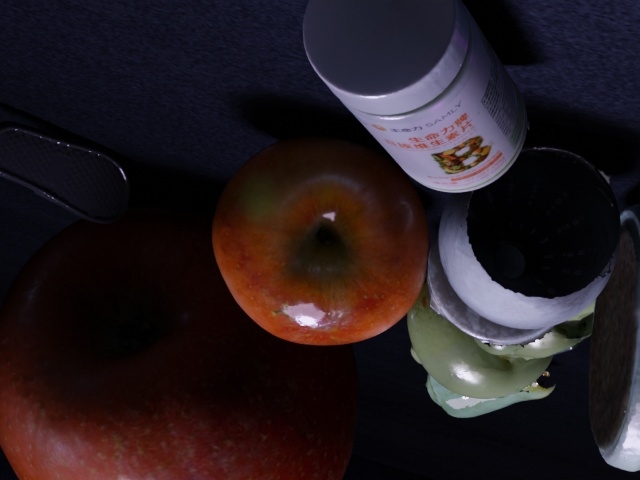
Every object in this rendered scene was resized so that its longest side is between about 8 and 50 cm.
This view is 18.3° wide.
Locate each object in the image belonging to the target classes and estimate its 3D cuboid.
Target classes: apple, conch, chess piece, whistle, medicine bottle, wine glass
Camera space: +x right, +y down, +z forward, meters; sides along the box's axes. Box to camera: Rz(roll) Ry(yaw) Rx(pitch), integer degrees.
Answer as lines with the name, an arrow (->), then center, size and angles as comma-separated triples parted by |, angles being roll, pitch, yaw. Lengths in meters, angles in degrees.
apple -> -0.137, 0.134, 1.836 | 0.348, 0.349, 0.277 | 10, 150, 20
apple -> 0.000, 0.000, 1.463 | 0.163, 0.163, 0.139 | 15, 178, 0
conch -> 0.197, 0.162, 2.251 | 0.170, 0.079, 0.105 | -3, 176, 37
chess piece -> 0.350, 0.080, 1.385 | 0.299, 0.195, 0.194 | 6, 169, -3
whistle -> 0.163, 0.040, 1.613 | 0.141, 0.141, 0.294 | 18, 150, -17
medicine bottle -> 0.057, -0.090, 1.111 | 0.086, 0.086, 0.183 | 10, 169, 21
wine glass -> 0.141, 0.005, 1.387 | 0.126, 0.126, 0.241 | 15, 172, -1

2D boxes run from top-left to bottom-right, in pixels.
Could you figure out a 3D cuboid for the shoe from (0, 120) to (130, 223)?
shoe -> -0.232, -0.064, 1.699 | 0.159, 0.062, 0.053 | 24, 178, -43
